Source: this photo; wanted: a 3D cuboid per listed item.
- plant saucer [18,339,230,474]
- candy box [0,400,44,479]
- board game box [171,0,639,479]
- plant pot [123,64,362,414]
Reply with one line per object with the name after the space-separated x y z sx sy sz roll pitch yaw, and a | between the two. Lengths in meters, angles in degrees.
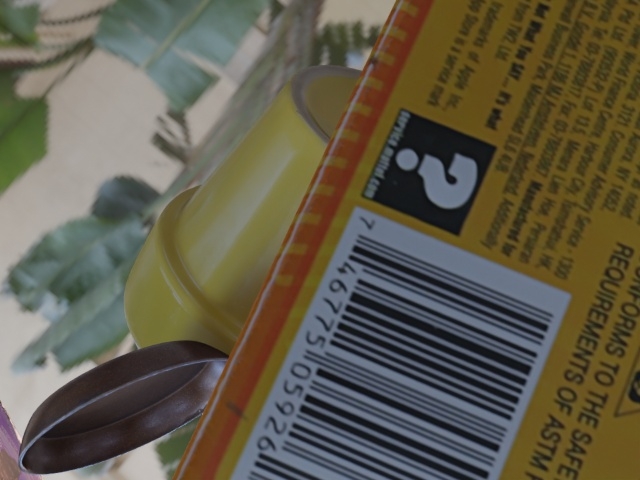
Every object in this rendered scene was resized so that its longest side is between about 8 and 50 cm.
-0.136 0.113 1.034 0.168 0.168 0.029 10 -130 -63 | plant saucer
-0.280 0.229 1.190 0.196 0.070 0.165 -96 -15 -65 | candy box
0.183 0.044 0.578 0.356 0.356 0.356 23 163 7 | board game box
0.000 0.000 1.193 0.254 0.239 0.254 21 -149 -13 | plant pot
